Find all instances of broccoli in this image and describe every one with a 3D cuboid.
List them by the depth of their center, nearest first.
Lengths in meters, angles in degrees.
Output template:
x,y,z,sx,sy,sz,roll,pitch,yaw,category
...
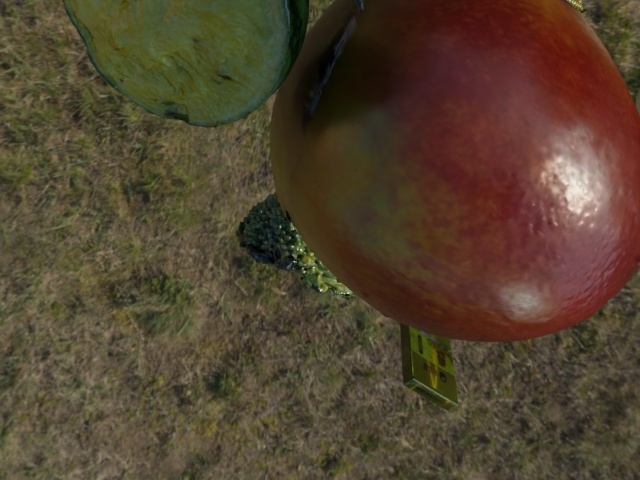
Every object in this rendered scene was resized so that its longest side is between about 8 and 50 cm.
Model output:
x,y,z,sx,sy,sz,roll,pitch,yaw,category
-0.002,-0.016,1.045,0.273,0.242,0.180,24,97,-31,broccoli

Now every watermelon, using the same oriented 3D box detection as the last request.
x,y,z,sx,sy,sz,roll,pitch,yaw,category
-0.089,-0.200,0.428,0.204,0.127,0.232,48,137,-13,watermelon

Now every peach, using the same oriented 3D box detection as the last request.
x,y,z,sx,sy,sz,roll,pitch,yaw,category
0.138,-0.079,0.566,0.369,0.370,0.370,0,111,-1,peach

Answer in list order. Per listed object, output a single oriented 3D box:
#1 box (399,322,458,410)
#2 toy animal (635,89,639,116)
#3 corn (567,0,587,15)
x,y,z,sx,sy,sz,roll,pitch,yaw,category
0.203,0.212,1.102,0.121,0.193,0.030,33,125,-23,box
0.526,-0.128,0.723,0.247,0.182,0.310,-12,79,29,toy animal
0.369,-0.419,1.011,0.091,0.260,0.091,-38,65,43,corn
